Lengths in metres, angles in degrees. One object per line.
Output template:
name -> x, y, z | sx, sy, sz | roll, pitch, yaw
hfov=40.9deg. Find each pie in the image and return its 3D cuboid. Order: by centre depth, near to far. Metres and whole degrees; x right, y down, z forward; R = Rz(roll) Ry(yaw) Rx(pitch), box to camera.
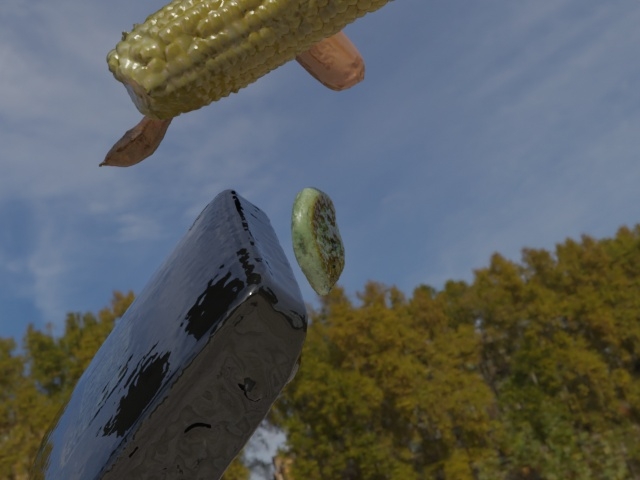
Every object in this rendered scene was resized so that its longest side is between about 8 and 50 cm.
pie -> 0.000, 0.000, 1.436 | 0.041, 0.186, 0.187 | -10, -20, 20

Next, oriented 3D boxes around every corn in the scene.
corn -> -0.011, -0.176, 0.592 | 0.288, 0.086, 0.086 | -34, -22, -6

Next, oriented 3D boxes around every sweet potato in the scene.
sweet potato -> -0.315, -0.203, 1.594 | 0.226, 0.068, 0.068 | -44, -27, 4

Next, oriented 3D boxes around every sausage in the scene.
sausage -> -0.044, -0.341, 1.313 | 0.086, 0.289, 0.086 | -45, 11, 11

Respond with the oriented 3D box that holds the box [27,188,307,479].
box -> -0.124, 0.111, 0.614 | 0.073, 0.289, 0.290 | 34, -83, -18
